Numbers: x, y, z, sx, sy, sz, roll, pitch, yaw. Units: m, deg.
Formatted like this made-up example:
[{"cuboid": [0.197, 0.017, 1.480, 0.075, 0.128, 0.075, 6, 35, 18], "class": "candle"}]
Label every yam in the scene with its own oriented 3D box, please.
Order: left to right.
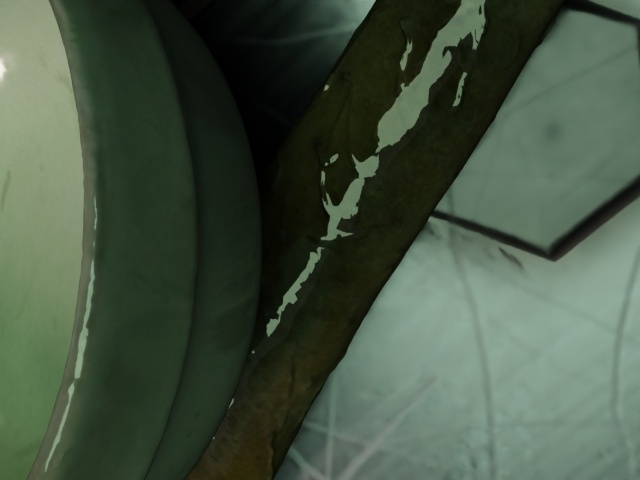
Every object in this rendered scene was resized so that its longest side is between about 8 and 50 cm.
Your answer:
[{"cuboid": [0.000, 0.000, 0.592, 0.083, 0.083, 0.372, 31, 106, 5], "class": "yam"}]

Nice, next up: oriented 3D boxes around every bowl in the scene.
[{"cuboid": [-0.144, 0.004, 0.547, 0.307, 0.163, 0.307, -2, 87, 38], "class": "bowl"}]
